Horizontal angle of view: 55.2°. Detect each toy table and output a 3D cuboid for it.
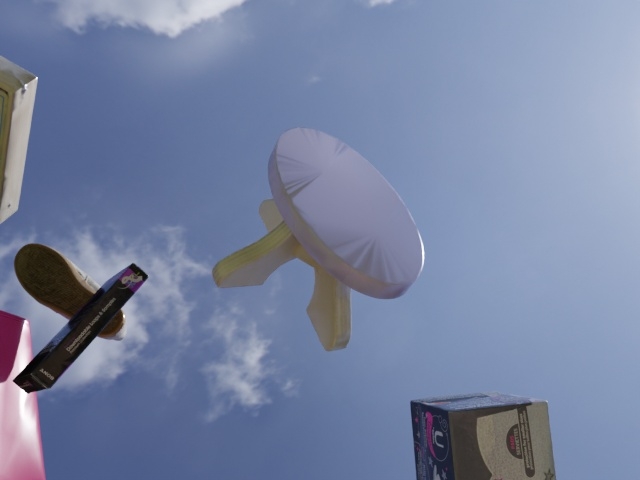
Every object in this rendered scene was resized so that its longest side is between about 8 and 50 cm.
[{"bbox_3d":[0.000,0.000,0.794,0.161,0.252,0.274,-59,-145,38],"label":"toy table"}]

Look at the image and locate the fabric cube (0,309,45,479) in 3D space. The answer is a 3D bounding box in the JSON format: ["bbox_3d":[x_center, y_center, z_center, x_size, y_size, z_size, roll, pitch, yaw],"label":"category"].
[{"bbox_3d":[-0.537,0.231,0.758,0.259,0.254,0.258,-20,-112,6],"label":"fabric cube"}]

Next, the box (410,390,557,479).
[{"bbox_3d":[0.239,0.354,0.880,0.163,0.142,0.247,-2,-97,-15],"label":"box"}]

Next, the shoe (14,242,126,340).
[{"bbox_3d":[-0.381,0.083,0.938,0.219,0.058,0.076,36,-105,14],"label":"shoe"}]

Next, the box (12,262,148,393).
[{"bbox_3d":[-0.276,0.102,0.703,0.029,0.116,0.162,45,-125,-16],"label":"box"}]

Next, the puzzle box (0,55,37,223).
[{"bbox_3d":[-0.620,-0.222,0.888,0.409,0.052,0.272,29,-51,-3],"label":"puzzle box"}]
